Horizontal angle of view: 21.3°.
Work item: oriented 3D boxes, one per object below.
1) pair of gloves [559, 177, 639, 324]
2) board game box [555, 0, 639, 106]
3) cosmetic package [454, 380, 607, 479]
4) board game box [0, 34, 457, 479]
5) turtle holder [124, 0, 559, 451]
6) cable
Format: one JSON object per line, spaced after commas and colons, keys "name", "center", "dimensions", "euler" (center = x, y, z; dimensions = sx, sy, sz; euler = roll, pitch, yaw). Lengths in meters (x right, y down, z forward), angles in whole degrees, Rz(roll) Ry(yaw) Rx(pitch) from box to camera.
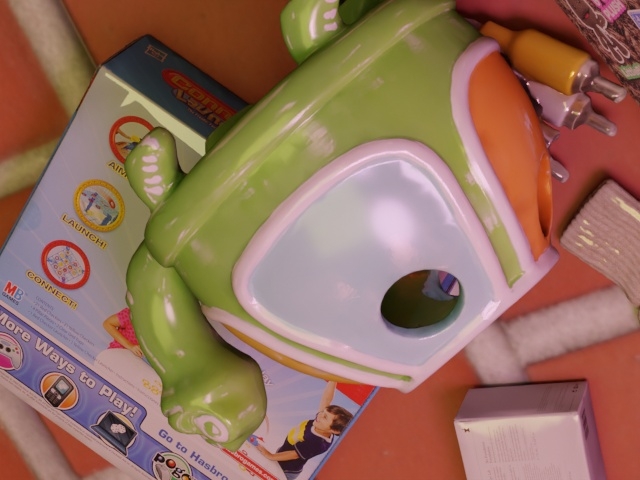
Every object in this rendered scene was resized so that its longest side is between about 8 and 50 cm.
{"name": "pair of gloves", "center": [0.293, 0.011, 1.166], "dimensions": [0.204, 0.042, 0.240], "euler": [45, 137, -1]}
{"name": "board game box", "center": [0.246, -0.214, 0.996], "dimensions": [0.232, 0.141, 0.291], "euler": [-41, 96, -7]}
{"name": "cosmetic package", "center": [0.178, 0.229, 1.329], "dimensions": [0.099, 0.060, 0.239], "euler": [-6, 111, 19]}
{"name": "board game box", "center": [-0.095, 0.050, 1.338], "dimensions": [0.308, 0.086, 0.302], "euler": [36, 120, 2]}
{"name": "turtle holder", "center": [0.005, -0.006, 1.102], "dimensions": [0.320, 0.243, 0.227], "euler": [-42, 87, -7]}
{"name": "cable", "center": [0.080, -0.144, 1.219], "dimensions": [0.287, 0.072, 0.139], "euler": [43, 138, 12]}
